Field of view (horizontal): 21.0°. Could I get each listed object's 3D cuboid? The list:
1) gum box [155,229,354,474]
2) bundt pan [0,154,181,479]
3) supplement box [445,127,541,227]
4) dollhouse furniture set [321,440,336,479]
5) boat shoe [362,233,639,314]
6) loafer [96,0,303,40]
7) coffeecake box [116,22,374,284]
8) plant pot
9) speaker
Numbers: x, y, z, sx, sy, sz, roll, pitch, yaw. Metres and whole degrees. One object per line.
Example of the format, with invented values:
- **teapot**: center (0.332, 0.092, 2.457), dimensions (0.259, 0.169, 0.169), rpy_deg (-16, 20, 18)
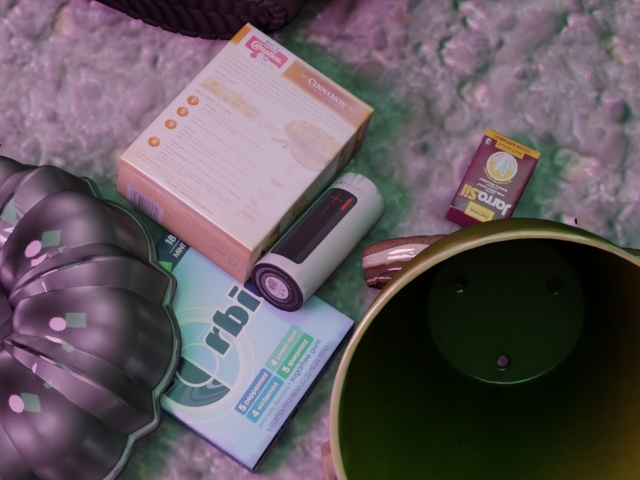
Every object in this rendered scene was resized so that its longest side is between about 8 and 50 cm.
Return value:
- **gum box**: center (-0.089, 0.087, 1.506), dimensions (0.184, 0.041, 0.157), rpy_deg (33, 77, 8)
- **bundt pan**: center (-0.289, 0.073, 1.439), dimensions (0.331, 0.124, 0.330), rpy_deg (-3, 73, 10)
- **supplement box**: center (0.154, -0.049, 1.541), dimensions (0.055, 0.043, 0.083), rpy_deg (25, 77, 5)
- **dollhouse furniture set**: center (0.062, 0.177, 1.498), dimensions (0.114, 0.091, 0.081), rpy_deg (-28, 118, 15)
- **boat shoe**: center (0.163, 0.050, 1.490), dimensions (0.257, 0.095, 0.095), rpy_deg (3, 81, 1)
- **loafer**: center (-0.184, -0.286, 1.560), dimensions (0.366, 0.134, 0.130), rpy_deg (17, 76, 5)
- **coffeecake box**: center (-0.065, -0.079, 1.515), dimensions (0.142, 0.068, 0.185), rpy_deg (35, 63, 10)
- **plant pot**: center (0.147, 0.094, 1.315), dimensions (0.275, 0.293, 0.274), rpy_deg (0, 103, 2)
- **speaker**: center (0.000, 0.000, 1.498), dimensions (0.055, 0.055, 0.136), rpy_deg (36, 54, 9)
